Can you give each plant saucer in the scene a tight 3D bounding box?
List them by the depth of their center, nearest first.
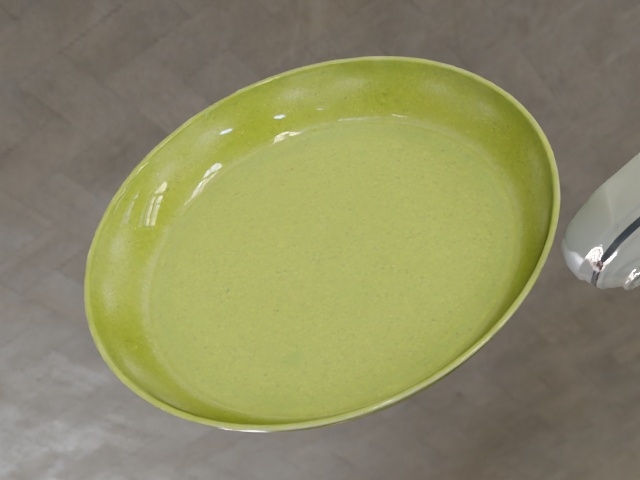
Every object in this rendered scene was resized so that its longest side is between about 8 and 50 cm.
[{"bbox_3d":[0.000,0.000,0.543,0.241,0.241,0.037,-21,134,2],"label":"plant saucer"}]

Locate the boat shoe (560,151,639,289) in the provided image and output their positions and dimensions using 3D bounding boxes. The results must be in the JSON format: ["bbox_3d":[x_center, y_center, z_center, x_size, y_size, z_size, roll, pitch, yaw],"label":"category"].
[{"bbox_3d":[0.164,-0.019,0.401,0.083,0.075,0.226,-29,165,-22],"label":"boat shoe"}]
